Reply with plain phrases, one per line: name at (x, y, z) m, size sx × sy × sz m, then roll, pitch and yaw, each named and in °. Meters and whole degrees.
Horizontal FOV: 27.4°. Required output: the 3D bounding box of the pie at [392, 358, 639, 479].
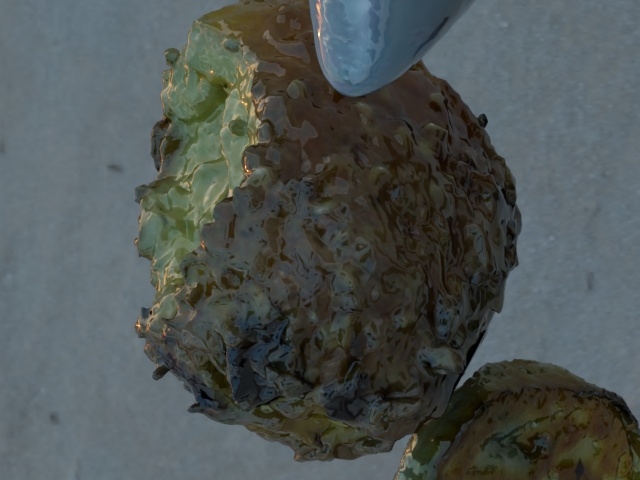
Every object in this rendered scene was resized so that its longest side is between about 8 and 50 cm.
pie at (0.176, 0.248, 1.219) m, size 0.092 × 0.315 × 0.315 m, roll 20°, pitch 108°, yaw 51°

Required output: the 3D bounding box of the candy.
candy at (0.056, -0.153, 0.538) m, size 0.071 × 0.174 × 0.138 m, roll 24°, pitch 138°, yaw 22°

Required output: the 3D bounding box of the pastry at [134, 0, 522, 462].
pastry at (0.012, -0.003, 1.110) m, size 0.292 × 0.337 × 0.405 m, roll -44°, pitch 37°, yaw 40°
